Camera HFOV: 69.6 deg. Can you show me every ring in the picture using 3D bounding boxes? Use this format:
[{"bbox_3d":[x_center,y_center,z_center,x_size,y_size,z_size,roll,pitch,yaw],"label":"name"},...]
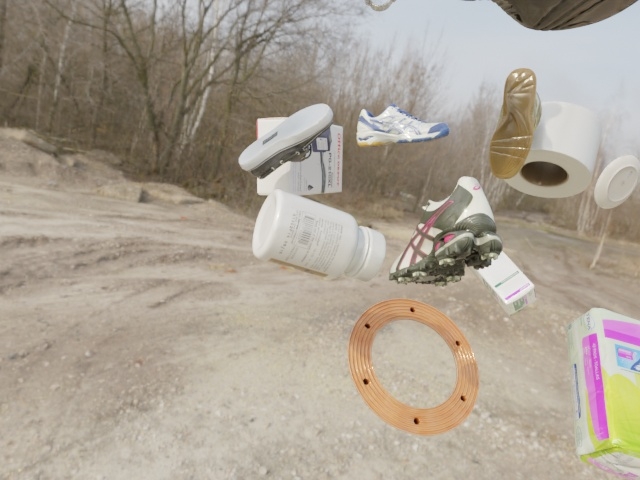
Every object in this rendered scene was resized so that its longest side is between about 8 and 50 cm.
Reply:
[{"bbox_3d":[0.223,0.295,1.111,0.335,0.032,0.337,7,54,-10],"label":"ring"}]

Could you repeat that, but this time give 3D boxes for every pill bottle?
[{"bbox_3d":[0.000,0.000,0.860,0.229,0.131,0.131,18,6,-22],"label":"pill bottle"}]

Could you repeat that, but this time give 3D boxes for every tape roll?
[{"bbox_3d":[0.667,-0.258,1.339,0.245,0.169,0.246,22,-18,8],"label":"tape roll"}]

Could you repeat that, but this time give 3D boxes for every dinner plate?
[{"bbox_3d":[0.736,-0.141,1.130,0.141,0.141,0.017,6,23,-25],"label":"dinner plate"}]

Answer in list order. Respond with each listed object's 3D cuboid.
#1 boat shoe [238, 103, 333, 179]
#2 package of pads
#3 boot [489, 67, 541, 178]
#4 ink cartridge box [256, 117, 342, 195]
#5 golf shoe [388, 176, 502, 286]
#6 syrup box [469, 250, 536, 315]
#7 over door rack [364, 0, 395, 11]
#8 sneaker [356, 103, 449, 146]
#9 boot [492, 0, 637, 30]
[{"bbox_3d":[-0.059,-0.184,0.906,0.228,0.080,0.076,-26,-49,27],"label":"boat shoe"},{"bbox_3d":[0.531,0.256,0.686,0.296,0.101,0.229,17,54,0],"label":"package of pads"},{"bbox_3d":[0.505,-0.282,1.182,0.095,0.262,0.203,9,6,28],"label":"boot"},{"bbox_3d":[-0.043,-0.199,1.115,0.100,0.172,0.237,7,11,31],"label":"ink cartridge box"},{"bbox_3d":[0.193,0.004,0.745,0.105,0.120,0.273,7,-21,-15],"label":"golf shoe"},{"bbox_3d":[0.516,0.094,1.350,0.093,0.096,0.237,48,11,-49],"label":"syrup box"},{"bbox_3d":[0.073,-0.674,0.940,0.108,0.325,0.239,-25,-25,2],"label":"over door rack"},{"bbox_3d":[0.252,-0.365,1.439,0.295,0.131,0.112,2,8,21],"label":"sneaker"},{"bbox_3d":[0.209,-0.402,0.505,0.376,0.285,0.138,-3,-12,-22],"label":"boot"}]
